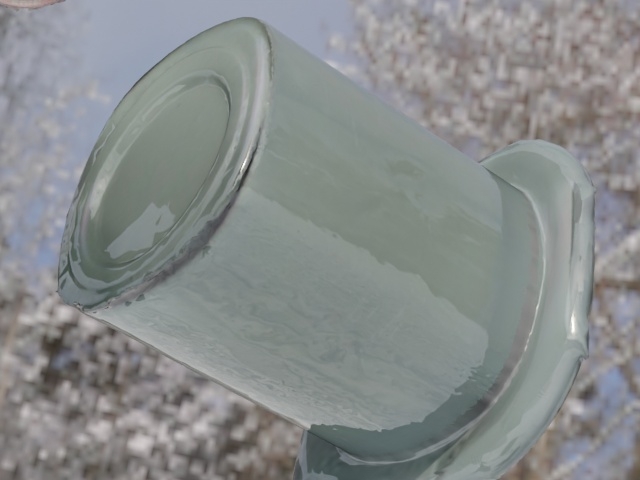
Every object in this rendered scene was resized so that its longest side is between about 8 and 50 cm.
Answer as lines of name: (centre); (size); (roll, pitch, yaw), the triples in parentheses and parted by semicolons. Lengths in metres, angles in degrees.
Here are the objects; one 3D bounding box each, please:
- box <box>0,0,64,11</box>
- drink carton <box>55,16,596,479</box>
box: (-0.238, -0.259, 1.544); (0.151, 0.151, 0.135); (12, -8, -3)
drink carton: (0.000, 0.000, 0.890); (0.189, 0.185, 0.191); (35, -39, -29)
